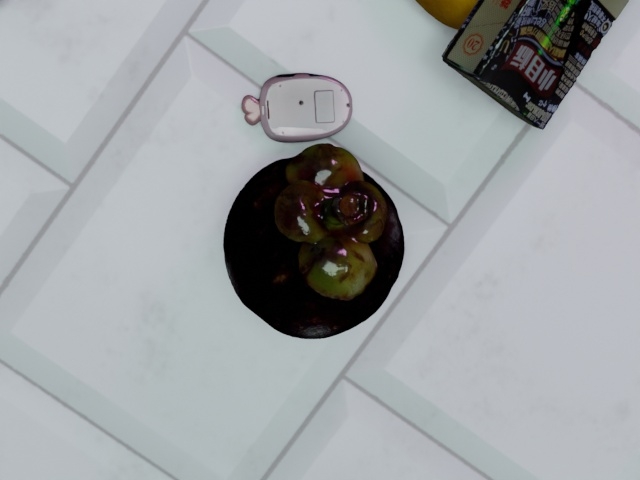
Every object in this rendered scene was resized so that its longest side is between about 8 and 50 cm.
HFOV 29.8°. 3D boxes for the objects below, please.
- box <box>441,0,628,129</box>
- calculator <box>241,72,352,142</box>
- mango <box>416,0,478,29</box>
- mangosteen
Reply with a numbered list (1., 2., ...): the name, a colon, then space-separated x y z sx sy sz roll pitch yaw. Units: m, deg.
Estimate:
1. box: 0.329 -0.335 1.704 0.198 0.084 0.310 27 99 -48
2. calculator: -0.035 -0.198 1.789 0.166 0.024 0.103 -4 99 -3
3. mango: 0.185 -0.404 1.728 0.147 0.109 0.227 -38 99 28
4. mangosteen: 0.002 0.003 1.693 0.233 0.287 0.287 35 96 -29
